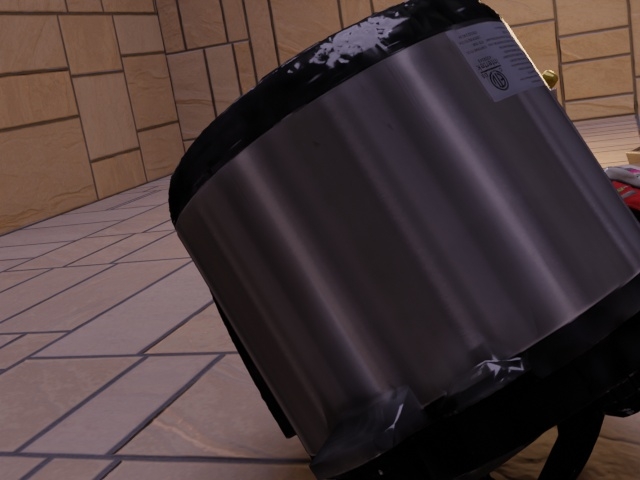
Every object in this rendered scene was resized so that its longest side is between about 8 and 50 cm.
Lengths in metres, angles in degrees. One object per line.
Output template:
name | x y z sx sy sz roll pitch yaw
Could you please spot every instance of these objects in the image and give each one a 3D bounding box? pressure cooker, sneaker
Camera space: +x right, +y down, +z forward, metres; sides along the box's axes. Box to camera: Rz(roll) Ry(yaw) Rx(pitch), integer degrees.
pressure cooker | 0.103 0.043 0.734 0.370 0.420 0.375 -31 -6 -8
sneaker | 0.599 -0.051 1.483 0.279 0.118 0.107 5 -29 -21

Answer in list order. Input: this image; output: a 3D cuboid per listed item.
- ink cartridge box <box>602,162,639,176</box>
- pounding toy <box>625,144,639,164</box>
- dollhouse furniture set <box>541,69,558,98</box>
ink cartridge box | 0.602 -0.097 1.691 0.235 0.088 0.193 -9 11 -1
pounding toy | 0.849 -0.200 1.999 0.130 0.100 0.141 -27 13 -10
dollhouse furniture set | 0.483 -0.233 1.887 0.287 0.303 0.198 -15 13 -24
